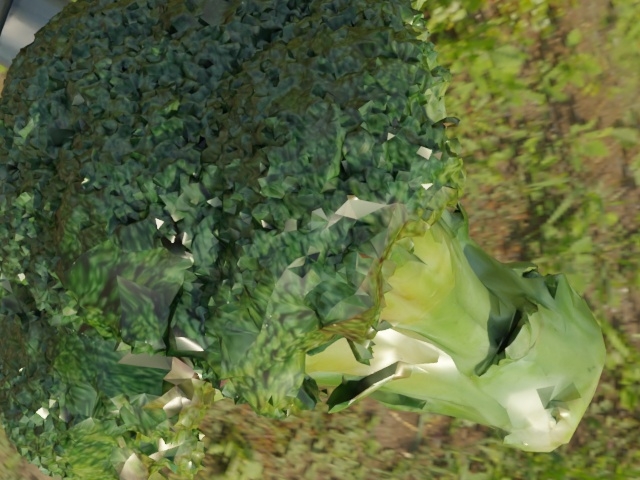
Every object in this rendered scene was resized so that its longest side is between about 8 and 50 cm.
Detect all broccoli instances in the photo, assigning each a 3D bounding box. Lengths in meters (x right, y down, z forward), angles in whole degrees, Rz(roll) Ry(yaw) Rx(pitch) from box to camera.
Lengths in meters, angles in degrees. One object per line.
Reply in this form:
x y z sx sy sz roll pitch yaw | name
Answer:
0.000 0.000 0.490 0.269 0.269 0.254 29 95 -17 | broccoli

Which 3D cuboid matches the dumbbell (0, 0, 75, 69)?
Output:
-0.156 -0.119 0.798 0.316 0.143 0.156 27 79 -46 | dumbbell
